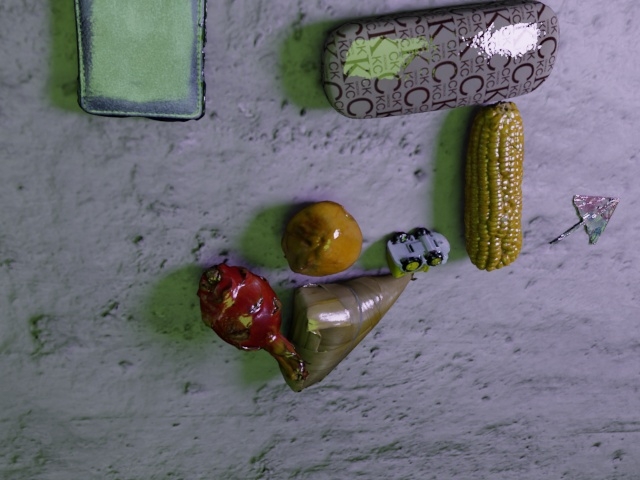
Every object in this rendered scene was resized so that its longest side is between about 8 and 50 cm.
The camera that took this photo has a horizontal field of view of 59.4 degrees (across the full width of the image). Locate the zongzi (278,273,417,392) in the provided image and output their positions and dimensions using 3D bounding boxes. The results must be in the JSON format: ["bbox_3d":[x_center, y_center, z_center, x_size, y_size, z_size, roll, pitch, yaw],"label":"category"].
[{"bbox_3d":[0.048,0.157,1.041,0.256,0.115,0.228,-17,141,-32],"label":"zongzi"}]

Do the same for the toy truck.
[{"bbox_3d":[0.174,0.029,0.998,0.111,0.076,0.077,-10,140,-11],"label":"toy truck"}]

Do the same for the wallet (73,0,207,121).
[{"bbox_3d":[-0.233,-0.264,0.729,0.167,0.036,0.222,-1,119,-14],"label":"wallet"}]

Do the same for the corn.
[{"bbox_3d":[0.288,-0.083,0.942,0.102,0.102,0.313,-16,121,-5],"label":"corn"}]

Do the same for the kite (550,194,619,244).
[{"bbox_3d":[0.510,-0.037,1.081,0.156,0.011,0.139,-37,120,7],"label":"kite"}]

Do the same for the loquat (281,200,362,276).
[{"bbox_3d":[0.000,0.000,0.914,0.137,0.113,0.137,-19,148,-12],"label":"loquat"}]

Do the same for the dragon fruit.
[{"bbox_3d":[-0.105,0.141,0.928,0.246,0.125,0.125,44,102,3],"label":"dragon fruit"}]

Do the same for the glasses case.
[{"bbox_3d":[0.175,-0.260,0.807,0.354,0.085,0.137,-10,124,-9],"label":"glasses case"}]
